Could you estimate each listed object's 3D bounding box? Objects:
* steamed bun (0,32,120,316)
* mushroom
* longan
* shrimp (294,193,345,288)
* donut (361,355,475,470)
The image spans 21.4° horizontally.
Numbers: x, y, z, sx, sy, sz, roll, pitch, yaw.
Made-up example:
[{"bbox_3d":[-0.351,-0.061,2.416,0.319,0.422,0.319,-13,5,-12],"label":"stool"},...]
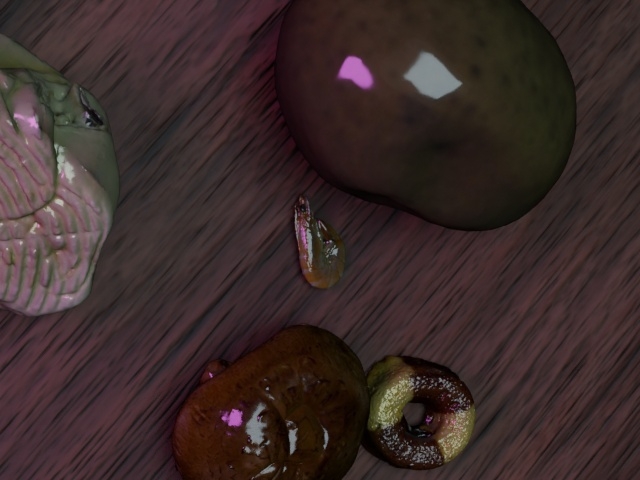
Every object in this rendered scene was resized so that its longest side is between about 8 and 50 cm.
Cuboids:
[{"bbox_3d":[-0.339,-0.085,1.662,0.275,0.206,0.320,-15,133,5],"label":"steamed bun"},{"bbox_3d":[-0.039,0.201,1.811,0.231,0.138,0.194,-41,103,-14],"label":"mushroom"},{"bbox_3d":[0.111,-0.158,1.791,0.350,0.288,0.288,28,82,-23],"label":"longan"},{"bbox_3d":[0.000,0.000,1.884,0.059,0.023,0.108,-10,94,-28],"label":"shrimp"},{"bbox_3d":[0.109,0.195,1.906,0.140,0.059,0.140,-1,94,-17],"label":"donut"}]
